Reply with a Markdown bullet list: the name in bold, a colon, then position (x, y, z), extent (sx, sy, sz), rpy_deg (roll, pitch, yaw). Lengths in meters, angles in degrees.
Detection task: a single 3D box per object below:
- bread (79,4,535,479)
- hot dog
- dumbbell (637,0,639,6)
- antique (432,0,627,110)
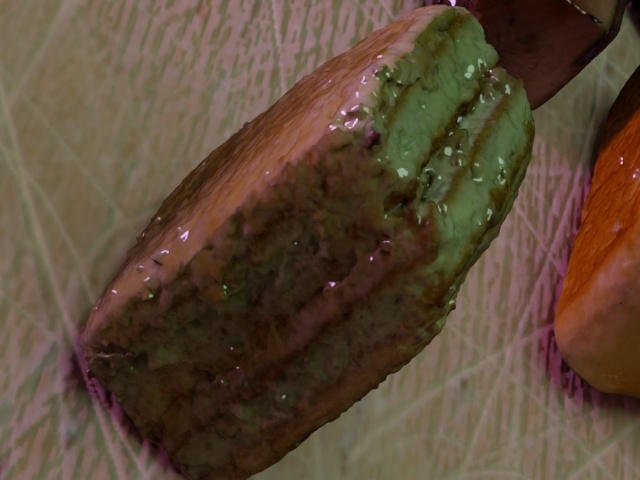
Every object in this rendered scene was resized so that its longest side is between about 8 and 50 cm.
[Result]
- **bread**: position (0.000, 0.000, 0.723), extent (0.102, 0.196, 0.138), rpy_deg (42, 37, -12)
- **hot dog**: position (0.229, -0.010, 0.965), extent (0.153, 0.150, 0.256), rpy_deg (29, 44, -6)
- **dumbbell**: position (0.310, -0.197, 1.102), extent (0.140, 0.225, 0.124), rpy_deg (14, 51, -33)
- **antique**: position (0.143, -0.210, 1.077), extent (0.093, 0.087, 0.310), rpy_deg (34, 44, -12)
